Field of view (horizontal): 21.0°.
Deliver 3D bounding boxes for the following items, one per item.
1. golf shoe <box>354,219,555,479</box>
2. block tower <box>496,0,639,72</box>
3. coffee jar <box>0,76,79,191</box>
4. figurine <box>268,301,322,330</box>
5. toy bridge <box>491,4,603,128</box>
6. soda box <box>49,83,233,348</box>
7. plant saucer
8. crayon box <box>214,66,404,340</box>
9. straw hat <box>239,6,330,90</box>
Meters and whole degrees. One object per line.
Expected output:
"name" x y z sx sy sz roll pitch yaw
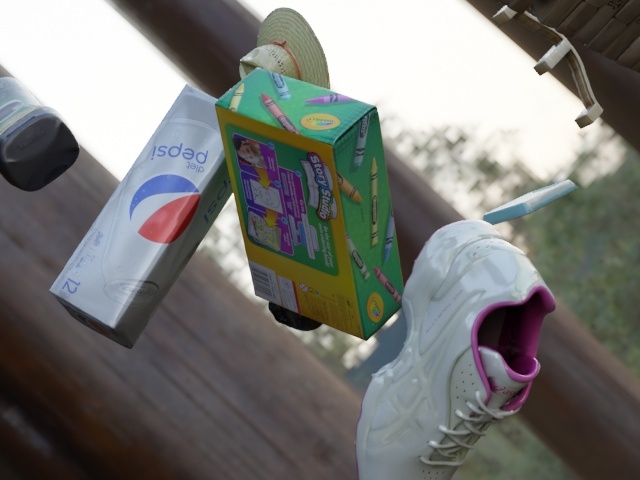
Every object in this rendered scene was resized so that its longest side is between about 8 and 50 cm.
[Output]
"golf shoe" 0.121 0.140 1.576 0.115 0.140 0.306 2 -69 -37
"block tower" 0.142 -0.205 1.121 0.335 0.091 0.097 16 -54 -42
"coffee jar" -0.347 -0.122 1.979 0.096 0.079 0.184 -38 32 -10
"figurine" 0.000 0.000 2.591 0.209 0.092 0.215 98 -166 -61
"toy bridge" 0.291 -0.231 2.162 0.063 0.188 0.026 -45 9 -38
"soda box" -0.182 -0.027 1.937 0.286 0.091 0.098 -58 -15 -13
"plant saucer" 0.257 -0.047 2.118 0.067 0.018 0.192 -18 1 28
"crayon box" -0.008 -0.037 1.888 0.081 0.165 0.278 -42 -41 -34
"straw hat" -0.055 -0.187 1.917 0.061 0.144 0.144 -15 -26 -34
